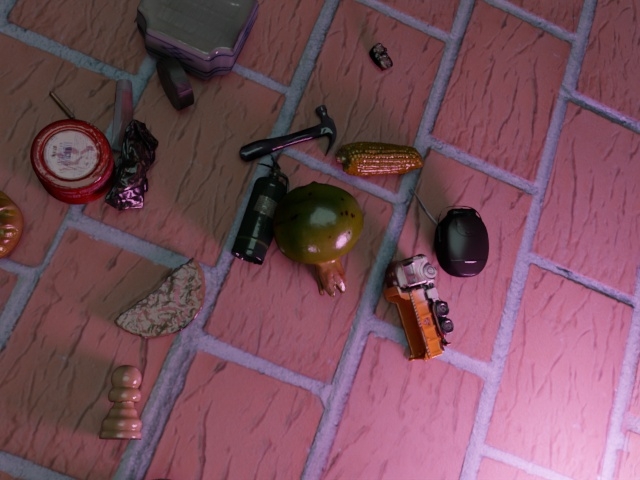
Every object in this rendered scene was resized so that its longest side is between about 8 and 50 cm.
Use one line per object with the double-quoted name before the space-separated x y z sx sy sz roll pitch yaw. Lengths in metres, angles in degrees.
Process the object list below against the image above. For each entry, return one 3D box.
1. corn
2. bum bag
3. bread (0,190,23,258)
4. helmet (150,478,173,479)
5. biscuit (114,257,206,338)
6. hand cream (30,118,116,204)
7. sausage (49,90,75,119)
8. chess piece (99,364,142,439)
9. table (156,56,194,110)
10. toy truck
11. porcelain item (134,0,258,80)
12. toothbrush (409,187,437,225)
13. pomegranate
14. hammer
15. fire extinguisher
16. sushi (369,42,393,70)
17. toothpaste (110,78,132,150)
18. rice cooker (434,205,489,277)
"corn" 0.164 -0.227 1.737 0.261 0.097 0.097 -1 77 -18
"bum bag" -0.474 -0.187 1.579 0.069 0.102 0.248 8 74 20
"bread" -0.817 -0.043 1.455 0.213 0.105 0.214 2 80 -12
"helmet" -0.371 0.619 1.401 0.175 0.106 0.155 -34 85 -16
"biscuit" -0.376 0.165 1.546 0.250 0.032 0.133 -41 88 -19
"hand cream" -0.607 -0.193 1.529 0.192 0.125 0.193 4 75 -15
"sausage" -0.670 -0.349 1.607 0.015 0.015 0.100 -41 89 -19
"chess piece" -0.459 0.380 1.454 0.094 0.094 0.171 6 68 -12
"table" -0.382 -0.412 1.628 0.043 0.133 0.134 -28 85 -20
"toy truck" 0.259 0.179 1.656 0.135 0.114 0.271 -14 83 -21
"porcelain item" -0.332 -0.600 1.673 0.285 0.157 0.282 22 75 -8
"toothbrush" 0.297 -0.097 1.780 0.013 0.011 0.131 -34 86 -31
"pomegranate" 0.000 0.000 1.583 0.235 0.236 0.302 -12 100 -16
"hammer" -0.088 -0.272 1.716 0.289 0.037 0.137 -22 81 -18
"fire extinguisher" -0.148 -0.087 1.632 0.118 0.093 0.295 25 71 -26
"sushi" 0.177 -0.544 1.840 0.046 0.044 0.083 -31 84 -19
"toothpaste" -0.516 -0.325 1.624 0.067 0.042 0.195 12 71 -47
"rice cooker" 0.389 0.004 1.721 0.142 0.118 0.203 2 77 -12
